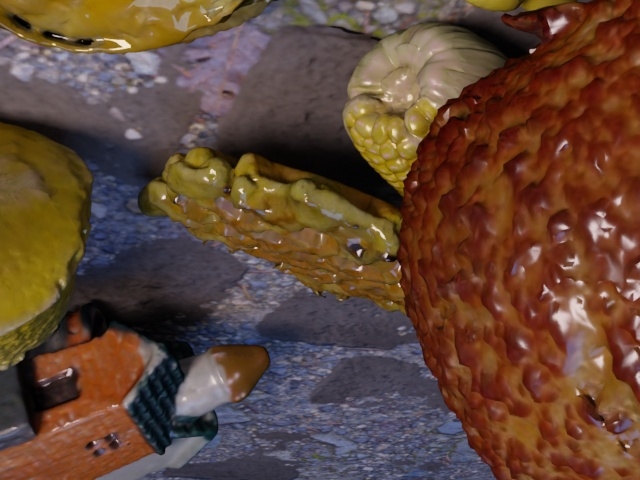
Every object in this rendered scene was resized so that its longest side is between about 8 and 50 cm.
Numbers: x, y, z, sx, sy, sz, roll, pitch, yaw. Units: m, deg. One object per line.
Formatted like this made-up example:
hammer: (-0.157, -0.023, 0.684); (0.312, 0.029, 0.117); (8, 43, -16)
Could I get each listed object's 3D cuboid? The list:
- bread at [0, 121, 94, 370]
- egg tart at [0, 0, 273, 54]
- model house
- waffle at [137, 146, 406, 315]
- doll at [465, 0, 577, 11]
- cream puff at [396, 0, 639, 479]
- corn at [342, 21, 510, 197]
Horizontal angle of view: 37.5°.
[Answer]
bread: (-0.257, 0.006, 0.686); (0.197, 0.197, 0.170); (0, 153, -8)
egg tart: (-0.110, -0.192, 0.443); (0.341, 0.129, 0.341); (-2, 150, -1)
model house: (-0.205, 0.140, 0.971); (0.300, 0.190, 0.271); (-19, 145, -5)
waffle: (0.009, 0.004, 0.747); (0.300, 0.058, 0.281); (22, 169, -15)
doll: (0.198, -0.225, 0.404); (0.199, 0.145, 0.363); (-11, 156, -43)
cream puff: (0.174, 0.036, 0.491); (0.228, 0.350, 0.350); (-32, 157, -23)
corn: (0.134, -0.055, 0.721); (0.123, 0.122, 0.305); (-45, 140, 9)
